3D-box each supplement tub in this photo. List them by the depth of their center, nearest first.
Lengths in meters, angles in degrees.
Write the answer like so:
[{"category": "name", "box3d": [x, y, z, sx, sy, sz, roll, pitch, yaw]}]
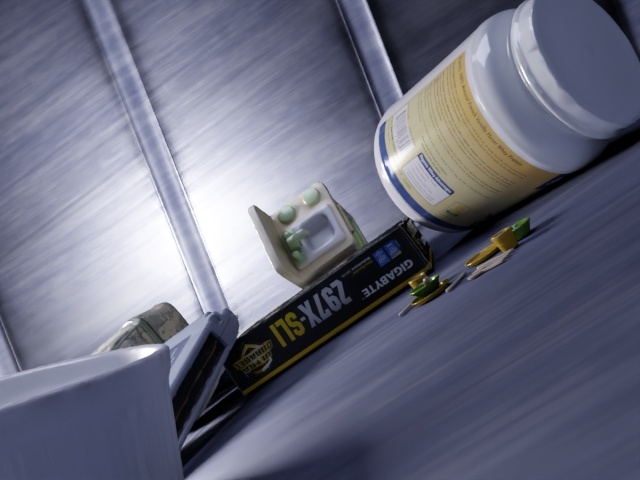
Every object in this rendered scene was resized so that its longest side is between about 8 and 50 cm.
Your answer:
[{"category": "supplement tub", "box3d": [0.244, -0.165, 0.906, 0.228, 0.228, 0.316, -34, -1, -37]}]

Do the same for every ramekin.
[{"category": "ramekin", "box3d": [-0.241, 0.182, 0.521, 0.277, 0.135, 0.277, -14, 0, 0]}]

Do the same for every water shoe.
[{"category": "water shoe", "box3d": [-0.137, 0.216, 1.178, 0.203, 0.073, 0.080, -41, 18, -2]}]

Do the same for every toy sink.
[{"category": "toy sink", "box3d": [0.000, 0.000, 1.205, 0.131, 0.153, 0.234, -35, -33, 11]}]

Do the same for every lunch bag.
[{"category": "lunch bag", "box3d": [-0.395, 0.301, 1.317, 0.305, 0.213, 0.256, -37, -2, 35]}]

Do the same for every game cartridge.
[{"category": "game cartridge", "box3d": [-0.221, 0.222, 0.848, 0.198, 0.062, 0.297, -40, 14, 30]}]

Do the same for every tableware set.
[{"category": "tableware set", "box3d": [0.147, 0.023, 0.697, 0.154, 0.024, 0.104, -37, -2, 42]}]

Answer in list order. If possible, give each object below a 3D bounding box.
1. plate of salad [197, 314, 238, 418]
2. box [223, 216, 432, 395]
[{"category": "plate of salad", "box3d": [-0.181, 0.202, 1.035, 0.200, 0.048, 0.200, 25, -90, -87]}, {"category": "box", "box3d": [0.020, 0.088, 1.020, 0.322, 0.079, 0.257, -35, -3, 10]}]
